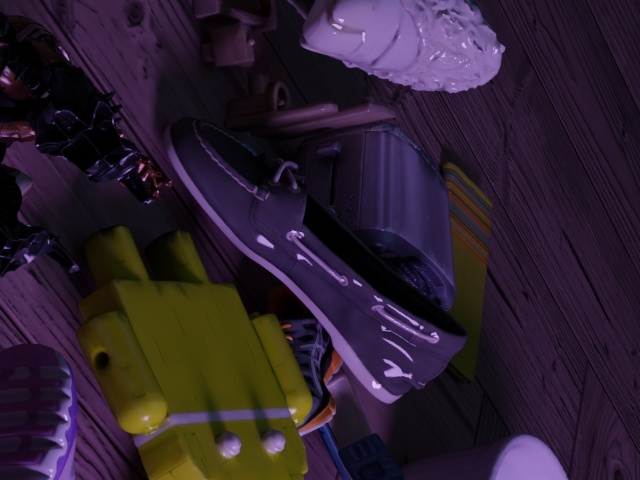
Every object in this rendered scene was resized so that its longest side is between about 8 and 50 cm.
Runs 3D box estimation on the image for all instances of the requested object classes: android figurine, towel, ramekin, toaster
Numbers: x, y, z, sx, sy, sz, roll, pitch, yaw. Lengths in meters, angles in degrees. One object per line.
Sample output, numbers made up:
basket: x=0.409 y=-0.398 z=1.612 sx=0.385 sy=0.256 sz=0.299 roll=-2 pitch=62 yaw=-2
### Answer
android figurine: x=-0.094 y=0.114 z=1.581 sx=0.248 sy=0.056 sz=0.273 roll=8 pitch=53 yaw=-57
towel: x=0.152 y=0.035 z=2.227 sx=0.102 sy=0.021 sz=0.237 roll=40 pitch=48 yaw=-44
ramekin: x=0.162 y=0.338 z=2.019 sx=0.277 sy=0.135 sz=0.277 roll=27 pitch=58 yaw=-57
toaster: x=0.055 y=-0.014 z=1.935 sx=0.227 sy=0.129 sz=0.146 roll=40 pitch=45 yaw=-53

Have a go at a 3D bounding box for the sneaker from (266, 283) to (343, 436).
sneaker: x=-0.034 y=0.114 z=1.769 sx=0.083 sy=0.084 sz=0.215 roll=63 pitch=16 yaw=-20

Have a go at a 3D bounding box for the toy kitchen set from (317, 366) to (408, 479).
toy kitchen set: x=-0.013 y=0.225 z=1.800 sx=0.122 sy=0.166 sz=0.207 roll=66 pitch=-6 yaw=-27

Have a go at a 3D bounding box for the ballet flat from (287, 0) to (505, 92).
ballet flat: x=-0.015 y=-0.248 z=1.791 sx=0.409 sy=0.147 sz=0.147 roll=41 pitch=40 yaw=-14

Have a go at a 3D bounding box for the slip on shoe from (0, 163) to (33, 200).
slip on shoe: x=-0.254 y=-0.010 z=1.433 sx=0.041 sy=0.051 sz=0.135 roll=35 pitch=48 yaw=-6

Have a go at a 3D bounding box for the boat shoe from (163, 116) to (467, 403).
boat shoe: x=0.000 y=0.000 z=1.767 sx=0.335 sy=0.095 sz=0.112 roll=48 pitch=19 yaw=-19

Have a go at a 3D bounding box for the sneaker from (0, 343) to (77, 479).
sneaker: x=-0.207 y=0.193 z=1.411 sx=0.104 sy=0.095 sz=0.236 roll=33 pitch=58 yaw=-64

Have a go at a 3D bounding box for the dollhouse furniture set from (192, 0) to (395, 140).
dollhouse furniture set: x=-0.025 y=-0.182 z=1.836 sx=0.144 sy=0.123 sz=0.151 roll=5 pitch=77 yaw=-62

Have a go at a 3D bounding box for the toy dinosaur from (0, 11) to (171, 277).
toy dinosaur: x=-0.216 y=-0.102 z=1.397 sx=0.322 sy=0.164 sz=0.218 roll=6 pitch=39 yaw=-35
